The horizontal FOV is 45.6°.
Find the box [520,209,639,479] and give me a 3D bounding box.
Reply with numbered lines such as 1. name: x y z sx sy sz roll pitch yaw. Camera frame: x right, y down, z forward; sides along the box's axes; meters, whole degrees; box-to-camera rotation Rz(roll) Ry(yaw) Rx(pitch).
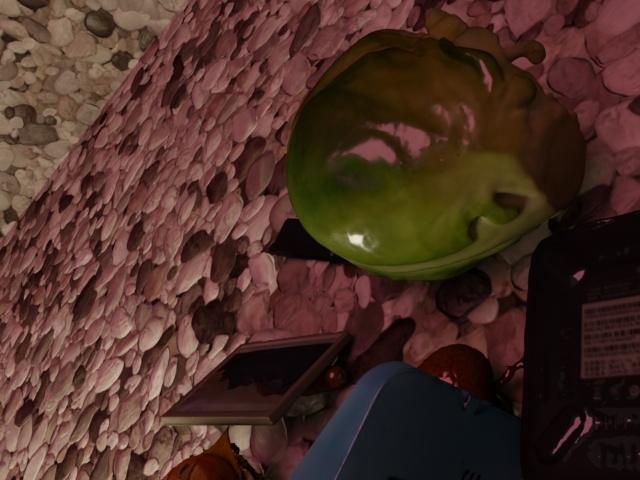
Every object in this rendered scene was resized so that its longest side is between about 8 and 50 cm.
1. box: 0.315 0.099 0.694 0.290 0.073 0.289 -17 54 46

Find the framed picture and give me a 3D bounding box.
1. framed picture: -0.095 0.201 1.104 0.265 0.018 0.192 -15 19 46

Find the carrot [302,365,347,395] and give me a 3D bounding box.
1. carrot: -0.021 0.205 1.083 0.165 0.035 0.036 -24 49 44

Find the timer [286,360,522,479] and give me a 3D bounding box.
1. timer: 0.077 0.252 0.753 0.250 0.231 0.091 -60 32 -2

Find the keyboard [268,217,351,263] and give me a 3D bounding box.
1. keyboard: 0.001 0.000 1.214 0.231 0.023 0.072 4 63 52

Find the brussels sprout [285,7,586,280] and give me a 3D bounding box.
1. brussels sprout: 0.119 -0.095 0.925 0.371 0.276 0.315 19 68 48

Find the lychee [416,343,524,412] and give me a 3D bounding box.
1. lychee: 0.157 0.159 0.828 0.140 0.101 0.115 -27 54 31

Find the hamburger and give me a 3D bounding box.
1. hamburger: -0.145 0.393 1.002 0.243 0.138 0.262 -42 30 20
